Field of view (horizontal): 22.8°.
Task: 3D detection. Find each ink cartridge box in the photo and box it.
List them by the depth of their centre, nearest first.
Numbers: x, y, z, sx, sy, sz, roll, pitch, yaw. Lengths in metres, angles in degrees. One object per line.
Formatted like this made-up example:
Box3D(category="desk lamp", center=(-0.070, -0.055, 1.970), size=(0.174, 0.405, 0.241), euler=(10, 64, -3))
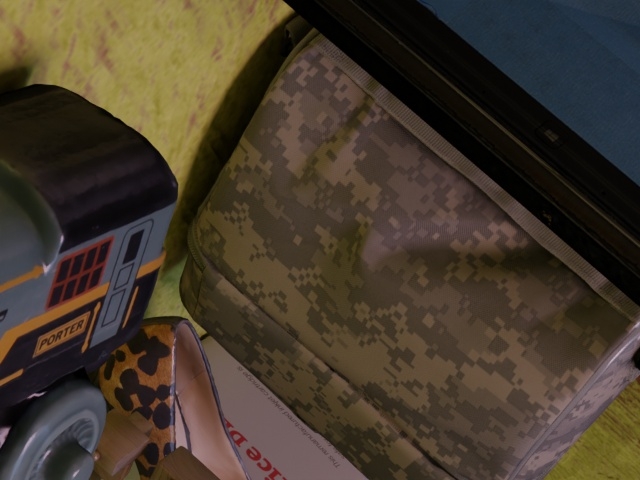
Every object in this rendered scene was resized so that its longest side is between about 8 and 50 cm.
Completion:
Box3D(category="ink cartridge box", center=(-0.040, 0.189, 1.384), size=(0.270, 0.198, 0.197), euler=(-31, 160, -48))

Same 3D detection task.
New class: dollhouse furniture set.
Box3D(category="dollhouse furniture set", center=(-0.172, 0.191, 1.072), size=(0.123, 0.151, 0.144), euler=(-34, 159, -46))

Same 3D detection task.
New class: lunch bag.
Box3D(category="lunch bag", center=(0.078, 0.014, 1.021), size=(0.212, 0.305, 0.256), euler=(-42, 167, -25))

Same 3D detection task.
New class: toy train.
Box3D(category="toy train", center=(-0.195, 0.051, 0.660), size=(0.334, 0.142, 0.190), euler=(-26, 143, -53))

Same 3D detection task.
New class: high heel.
Box3D(category="high heel", center=(-0.061, 0.173, 1.137), size=(0.186, 0.261, 0.093), euler=(-55, 179, 39))

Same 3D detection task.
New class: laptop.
Box3D(category="laptop", center=(0.153, -0.121, 0.698), size=(0.236, 0.382, 0.408), euler=(-50, 167, 7))
